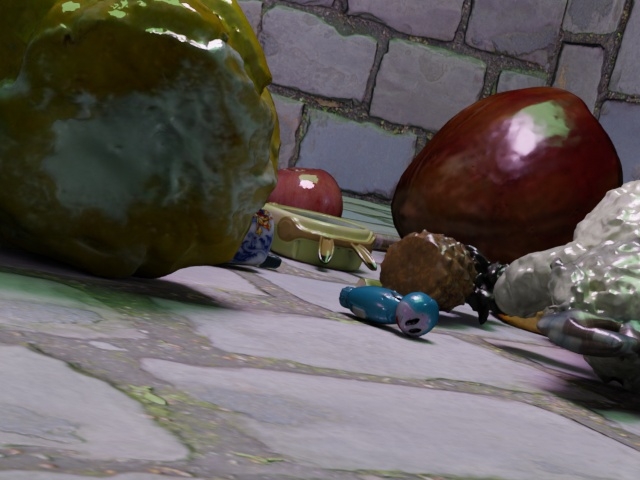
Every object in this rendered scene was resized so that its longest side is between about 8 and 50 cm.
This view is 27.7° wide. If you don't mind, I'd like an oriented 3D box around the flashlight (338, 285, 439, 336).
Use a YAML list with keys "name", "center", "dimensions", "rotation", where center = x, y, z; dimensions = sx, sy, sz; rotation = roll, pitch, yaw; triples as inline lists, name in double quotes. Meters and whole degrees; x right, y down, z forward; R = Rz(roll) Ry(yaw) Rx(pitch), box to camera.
- name: "flashlight"
  center: [0.077, 0.075, 1.464]
  dimensions: [0.129, 0.051, 0.051]
  rotation: [13, 3, 44]

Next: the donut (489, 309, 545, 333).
- name: "donut"
  center: [0.328, 0.089, 1.825]
  dimensions: [0.174, 0.074, 0.190]
  rotation: [15, 6, 10]

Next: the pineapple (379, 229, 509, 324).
- name: "pineapple"
  center: [0.178, 0.049, 1.681]
  dimensions: [0.111, 0.119, 0.237]
  rotation: [-34, -27, 28]

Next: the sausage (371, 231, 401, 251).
- name: "sausage"
  center: [0.112, 0.003, 2.443]
  dimensions: [0.269, 0.032, 0.033]
  rotation: [8, 7, -44]

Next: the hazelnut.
- name: "hazelnut"
  center: [0.323, -0.076, 2.259]
  dimensions: [0.421, 0.352, 0.421]
  rotation: [-20, 14, 5]

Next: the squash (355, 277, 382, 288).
- name: "squash"
  center: [0.087, 0.068, 1.683]
  dimensions: [0.083, 0.027, 0.027]
  rotation: [11, 5, -31]

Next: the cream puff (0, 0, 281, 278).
- name: "cream puff"
  center: [-0.227, -0.146, 1.363]
  dimensions: [0.378, 0.378, 0.275]
  rotation: [12, 27, -14]

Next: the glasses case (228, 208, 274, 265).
- name: "glasses case"
  center: [-0.175, -0.022, 1.634]
  dimensions: [0.248, 0.086, 0.065]
  rotation: [11, 1, -27]

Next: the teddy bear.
- name: "teddy bear"
  center: [0.351, 0.114, 1.475]
  dimensions: [0.327, 0.375, 0.362]
  rotation: [15, 47, 10]

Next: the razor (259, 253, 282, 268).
- name: "razor"
  center: [-0.142, 0.006, 1.721]
  dimensions: [0.190, 0.033, 0.066]
  rotation: [13, 6, -14]

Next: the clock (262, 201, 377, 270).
- name: "clock"
  center: [0.000, 0.000, 1.979]
  dimensions: [0.170, 0.069, 0.232]
  rotation: [12, 6, -24]

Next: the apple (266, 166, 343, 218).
- name: "apple"
  center: [-0.034, -0.074, 2.371]
  dimensions: [0.153, 0.120, 0.153]
  rotation: [6, 6, -1]
